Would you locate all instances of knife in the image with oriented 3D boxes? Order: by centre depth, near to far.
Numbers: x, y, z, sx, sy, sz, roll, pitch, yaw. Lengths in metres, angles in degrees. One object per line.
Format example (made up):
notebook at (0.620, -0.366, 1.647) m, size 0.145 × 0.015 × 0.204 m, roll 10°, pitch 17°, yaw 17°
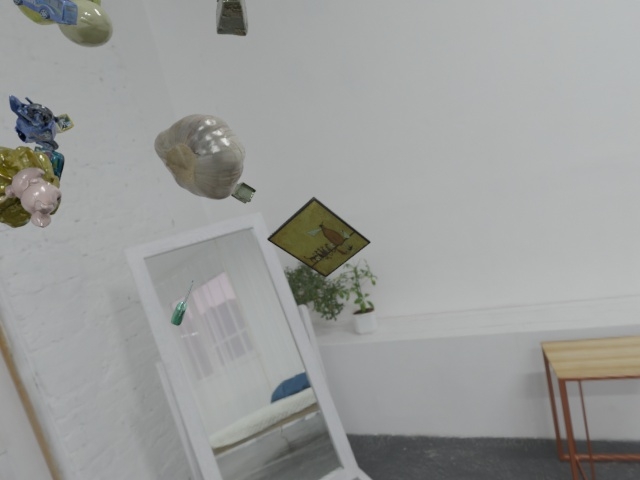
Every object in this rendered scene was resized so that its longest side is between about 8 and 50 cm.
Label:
knife at (-0.395, 0.187, 1.174) m, size 0.035 × 0.063 × 0.260 m, roll 22°, pitch -36°, yaw -14°

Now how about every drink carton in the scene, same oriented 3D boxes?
drink carton at (-1.241, -0.554, 1.962) m, size 0.084 × 0.074 × 0.200 m, roll -40°, pitch 29°, yaw -28°

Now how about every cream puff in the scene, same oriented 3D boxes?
cream puff at (-1.137, -0.215, 1.500) m, size 0.270 × 0.323 × 0.274 m, roll -19°, pitch 14°, yaw 19°

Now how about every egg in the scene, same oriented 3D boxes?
egg at (-0.990, -0.914, 1.733) m, size 0.242 × 0.185 × 0.186 m, roll 21°, pitch 23°, yaw 20°

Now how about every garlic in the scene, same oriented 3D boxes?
garlic at (-0.411, -0.306, 1.457) m, size 0.318 × 0.317 × 0.259 m, roll -9°, pitch 11°, yaw 29°

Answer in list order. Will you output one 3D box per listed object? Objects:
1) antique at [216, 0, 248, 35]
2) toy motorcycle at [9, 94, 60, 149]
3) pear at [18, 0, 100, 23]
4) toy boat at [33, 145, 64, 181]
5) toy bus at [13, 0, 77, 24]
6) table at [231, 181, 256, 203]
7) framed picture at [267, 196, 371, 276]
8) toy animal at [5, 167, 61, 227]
antique at (-0.387, -1.023, 1.801) m, size 0.150 × 0.125 × 0.284 m, roll -4°, pitch 0°, yaw -12°
toy motorcycle at (-0.834, -0.335, 1.200) m, size 0.114 × 0.076 × 0.205 m, roll 15°, pitch -29°, yaw -20°
pear at (-1.198, -1.166, 1.846) m, size 0.391 × 0.390 × 0.391 m, roll -14°, pitch 9°, yaw 2°
toy boat at (-1.198, -0.248, 1.748) m, size 0.134 × 0.298 × 0.092 m, roll 24°, pitch 10°, yaw 12°
toy bus at (-0.943, -0.811, 1.392) m, size 0.237 × 0.094 × 0.079 m, roll 28°, pitch 19°, yaw 2°
table at (-0.337, -0.208, 1.804) m, size 0.079 × 0.062 × 0.083 m, roll 30°, pitch -14°, yaw -25°
framed picture at (0.000, 0.000, 1.604) m, size 0.255 × 0.339 × 0.014 m, roll -39°, pitch 37°, yaw 20°
toy animal at (-0.822, -0.116, 1.215) m, size 0.124 × 0.212 × 0.124 m, roll -39°, pitch -23°, yaw -20°
